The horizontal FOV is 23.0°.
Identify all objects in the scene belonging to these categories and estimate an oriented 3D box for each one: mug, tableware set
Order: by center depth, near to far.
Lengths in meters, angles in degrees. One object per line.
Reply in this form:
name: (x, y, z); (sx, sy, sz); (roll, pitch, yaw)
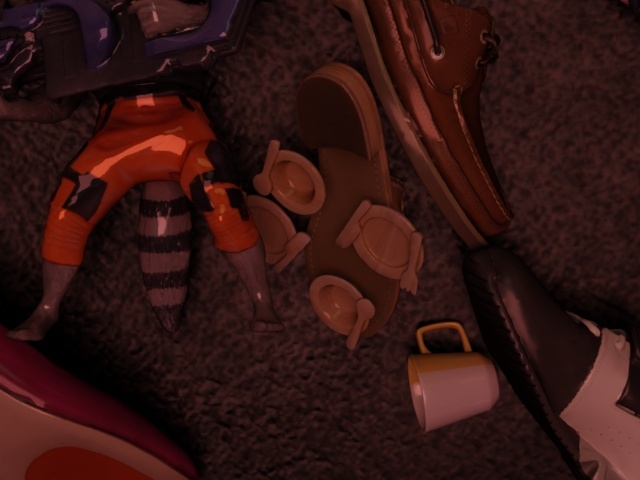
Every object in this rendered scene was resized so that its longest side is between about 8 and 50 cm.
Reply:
tableware set: (0.000, 0.000, 1.197); (0.168, 0.020, 0.141); (38, 139, 10)
mug: (0.105, 0.108, 1.244); (0.064, 0.062, 0.078); (-10, 105, -5)

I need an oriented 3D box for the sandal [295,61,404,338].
sandal: (0.039, -0.038, 1.211); (0.088, 0.079, 0.240); (16, 131, 31)

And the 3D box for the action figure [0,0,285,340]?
action figure: (-0.177, -0.091, 1.187); (0.341, 0.178, 0.330); (-3, 87, 15)

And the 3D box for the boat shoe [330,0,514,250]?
boat shoe: (0.085, -0.144, 1.180); (0.104, 0.111, 0.307); (-26, 97, 6)

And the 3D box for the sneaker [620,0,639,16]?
sneaker: (0.280, -0.186, 1.184); (0.131, 0.112, 0.319); (-18, 95, 21)

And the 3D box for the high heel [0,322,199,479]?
high heel: (-0.249, 0.080, 1.223); (0.377, 0.181, 0.127); (30, 131, -31)

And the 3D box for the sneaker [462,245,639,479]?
sneaker: (0.235, 0.113, 1.214); (0.146, 0.122, 0.330); (-36, 108, 0)
